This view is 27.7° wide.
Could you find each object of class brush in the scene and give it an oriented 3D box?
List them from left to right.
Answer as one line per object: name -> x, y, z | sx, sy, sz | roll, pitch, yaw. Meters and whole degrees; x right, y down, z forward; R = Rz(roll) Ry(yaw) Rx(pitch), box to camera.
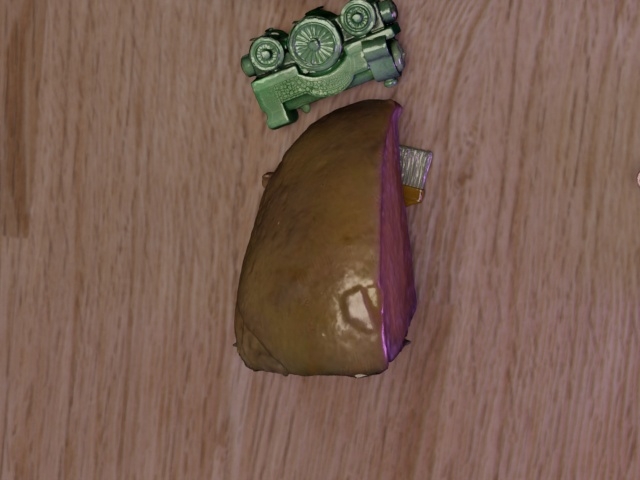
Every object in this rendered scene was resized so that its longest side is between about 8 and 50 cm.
brush -> 0.059, -0.006, 1.408 | 0.083, 0.011, 0.205 | 15, 101, 11

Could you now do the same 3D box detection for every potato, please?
potato -> -0.016, -0.005, 1.325 | 0.211, 0.189, 0.264 | -1, 98, 18

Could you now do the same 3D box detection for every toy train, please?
toy train -> 0.006, -0.192, 1.366 | 0.178, 0.071, 0.105 | -19, 101, 16

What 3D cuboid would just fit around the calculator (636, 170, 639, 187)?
calculator -> 0.497, -0.045, 1.287 | 0.329, 0.048, 0.220 | -19, 92, 12
